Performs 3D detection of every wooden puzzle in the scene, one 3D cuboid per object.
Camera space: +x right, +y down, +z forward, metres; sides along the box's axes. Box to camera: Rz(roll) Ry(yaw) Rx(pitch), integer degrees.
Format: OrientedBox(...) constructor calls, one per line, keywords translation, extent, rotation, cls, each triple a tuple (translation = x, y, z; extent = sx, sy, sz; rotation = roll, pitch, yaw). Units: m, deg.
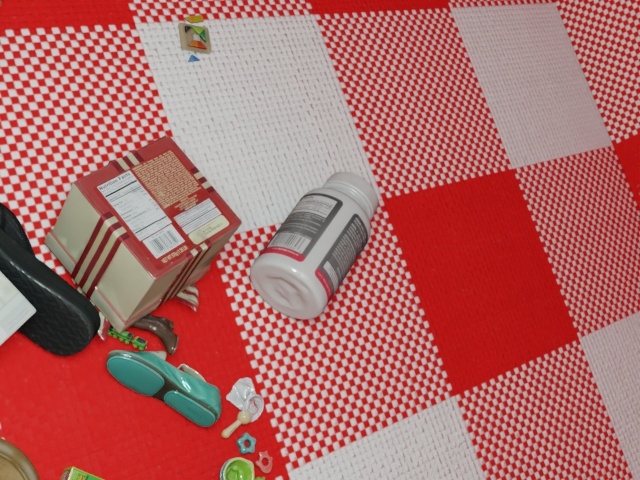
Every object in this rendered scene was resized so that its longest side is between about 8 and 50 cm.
OrientedBox(translation=(-0.280, -0.453, 1.894), extent=(0.078, 0.014, 0.116), rotation=(-8, 78, -36), cls="wooden puzzle")

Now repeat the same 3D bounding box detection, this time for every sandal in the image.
OrientedBox(translation=(-0.562, 0.022, 1.458), extent=(0.446, 0.167, 0.107), rotation=(48, 28, -19), cls="sandal")

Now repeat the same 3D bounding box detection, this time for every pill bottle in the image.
OrientedBox(translation=(0.000, 0.000, 1.815), extent=(0.176, 0.176, 0.318), rotation=(44, 54, -13), cls="pill bottle")

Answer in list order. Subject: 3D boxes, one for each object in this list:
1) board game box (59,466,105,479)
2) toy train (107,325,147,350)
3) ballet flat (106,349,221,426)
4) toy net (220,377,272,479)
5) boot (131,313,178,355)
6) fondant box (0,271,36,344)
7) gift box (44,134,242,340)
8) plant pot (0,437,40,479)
OrientedBox(translation=(-0.420, 0.486, 1.428), extent=(0.092, 0.043, 0.181), rotation=(32, 58, -25), cls="board game box")
OrientedBox(translation=(-0.361, 0.180, 1.579), extent=(0.083, 0.024, 0.017), rotation=(25, 48, 4), cls="toy train")
OrientedBox(translation=(-0.290, 0.259, 1.593), extent=(0.247, 0.083, 0.087), rotation=(35, 32, -19), cls="ballet flat")
OrientedBox(translation=(-0.135, 0.383, 1.663), extent=(0.122, 0.045, 0.232), rotation=(18, 63, -28), cls="toy net")
OrientedBox(translation=(-0.328, 0.167, 1.593), extent=(0.114, 0.037, 0.106), rotation=(25, 16, -29), cls="boot")
OrientedBox(translation=(-0.643, 0.072, 1.293), extent=(0.238, 0.096, 0.330), rotation=(-49, 116, -27), cls="fondant box")
OrientedBox(translation=(-0.322, 0.014, 1.534), extent=(0.255, 0.258, 0.276), rotation=(-30, 81, -39), cls="gift box")
OrientedBox(translation=(-0.560, 0.429, 1.362), extent=(0.236, 0.032, 0.236), rotation=(13, 67, -31), cls="plant pot")
